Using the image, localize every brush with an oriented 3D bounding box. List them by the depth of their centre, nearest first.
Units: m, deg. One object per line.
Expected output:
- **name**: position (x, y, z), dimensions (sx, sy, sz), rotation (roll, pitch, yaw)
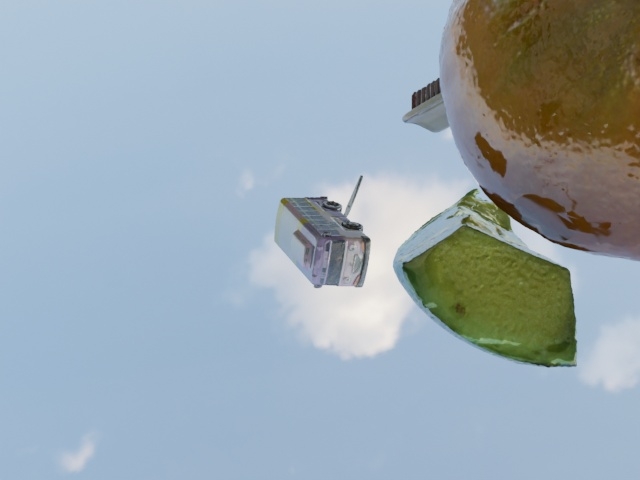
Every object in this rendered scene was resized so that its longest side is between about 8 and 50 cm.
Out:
- **brush**: position (0.199, -0.189, 1.339), dimensions (0.321, 0.060, 0.050), rotation (-22, -125, 60)

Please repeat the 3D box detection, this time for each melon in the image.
- **melon**: position (0.174, 0.032, 1.277), dimensions (0.124, 0.196, 0.323), rotation (-58, -177, 10)

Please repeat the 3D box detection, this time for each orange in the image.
- **orange**: position (0.236, -0.114, 0.969), dimensions (0.274, 0.274, 0.310), rotation (-25, -113, -7)

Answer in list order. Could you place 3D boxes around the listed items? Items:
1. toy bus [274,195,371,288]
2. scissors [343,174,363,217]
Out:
- **toy bus**: position (0.000, 0.000, 1.026), dimensions (0.058, 0.052, 0.102), rotation (-1, -157, -23)
- **scissors**: position (0.025, -0.026, 1.126), dimensions (0.006, 0.083, 0.036), rotation (11, -152, -23)
